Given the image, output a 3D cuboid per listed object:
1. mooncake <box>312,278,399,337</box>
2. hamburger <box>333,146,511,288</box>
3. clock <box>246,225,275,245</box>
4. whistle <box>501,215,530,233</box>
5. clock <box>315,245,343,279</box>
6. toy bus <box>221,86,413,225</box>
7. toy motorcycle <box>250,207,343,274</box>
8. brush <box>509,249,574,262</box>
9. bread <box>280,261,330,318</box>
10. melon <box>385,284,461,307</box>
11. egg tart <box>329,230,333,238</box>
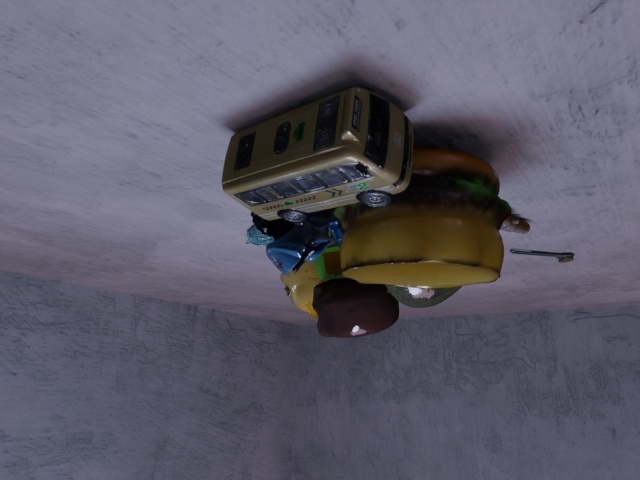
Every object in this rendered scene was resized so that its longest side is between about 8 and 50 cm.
[{"bbox_3d":[0.103,0.205,1.572,0.333,0.175,0.325,-6,-172,30],"label":"mooncake"},{"bbox_3d":[0.219,-0.051,1.059,0.394,0.278,0.396,1,166,0],"label":"hamburger"},{"bbox_3d":[-0.205,-0.011,1.631,0.107,0.045,0.147,13,160,-28],"label":"clock"},{"bbox_3d":[0.547,-0.051,1.408,0.219,0.057,0.107,9,161,-30],"label":"whistle"},{"bbox_3d":[0.144,0.049,1.595,0.255,0.106,0.219,-14,-178,-37],"label":"clock"},{"bbox_3d":[-0.013,-0.158,0.916,0.365,0.177,0.201,-10,154,37],"label":"toy bus"},{"bbox_3d":[0.000,0.000,1.327,0.415,0.233,0.172,10,150,-26],"label":"toy motorcycle"},{"bbox_3d":[0.843,0.058,1.783,0.265,0.027,0.062,5,162,-10],"label":"brush"},{"bbox_3d":[0.084,0.187,1.897,0.393,0.251,0.361,-10,160,31],"label":"bread"},{"bbox_3d":[0.329,0.053,1.395,0.329,0.249,0.248,-39,154,6],"label":"melon"},{"bbox_3d":[-0.040,-0.019,1.547,0.191,0.075,0.191,4,163,1],"label":"egg tart"}]
